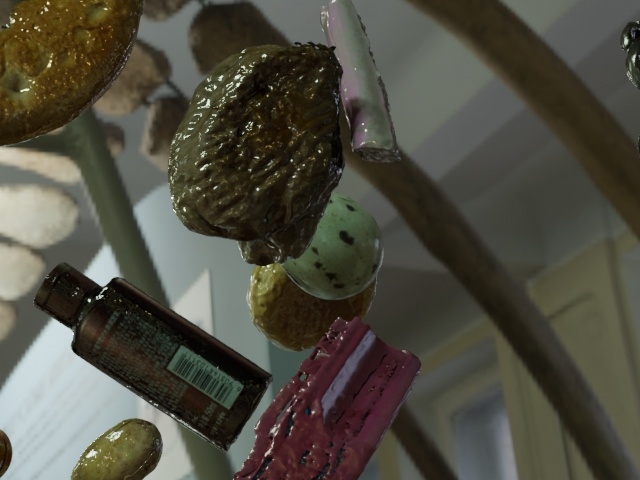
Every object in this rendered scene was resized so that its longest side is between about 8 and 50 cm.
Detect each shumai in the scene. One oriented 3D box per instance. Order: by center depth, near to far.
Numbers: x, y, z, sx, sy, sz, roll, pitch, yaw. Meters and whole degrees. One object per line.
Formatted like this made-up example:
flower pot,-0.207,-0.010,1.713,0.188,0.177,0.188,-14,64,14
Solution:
shumai,-0.072,-0.087,1.347,0.183,0.218,0.185,8,-14,-8

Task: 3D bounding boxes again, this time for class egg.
egg,0.000,0.000,1.549,0.164,0.131,0.131,35,-27,4

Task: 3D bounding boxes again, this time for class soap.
soap,-0.016,0.191,1.096,0.099,0.250,0.162,35,-59,4

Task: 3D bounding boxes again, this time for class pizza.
pizza,-0.393,-0.262,1.810,0.182,0.365,0.074,34,-28,4

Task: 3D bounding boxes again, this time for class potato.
potato,-0.343,0.374,2.122,0.170,0.107,0.080,-43,-19,-24

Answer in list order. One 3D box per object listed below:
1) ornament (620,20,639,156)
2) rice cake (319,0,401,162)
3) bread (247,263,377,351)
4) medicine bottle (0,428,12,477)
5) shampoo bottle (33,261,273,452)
ornament,0.479,-0.200,1.759,0.106,0.251,0.260,-19,-11,34
rice cake,0.041,-0.180,1.386,0.055,0.270,0.049,-14,-42,4
bread,-0.026,0.078,2.206,0.244,0.134,0.245,-14,-54,-21
medicine bottle,-0.513,0.297,1.780,0.096,0.096,0.192,-7,-15,2
shampoo bottle,-0.227,0.145,1.656,0.323,0.129,0.084,31,13,5
